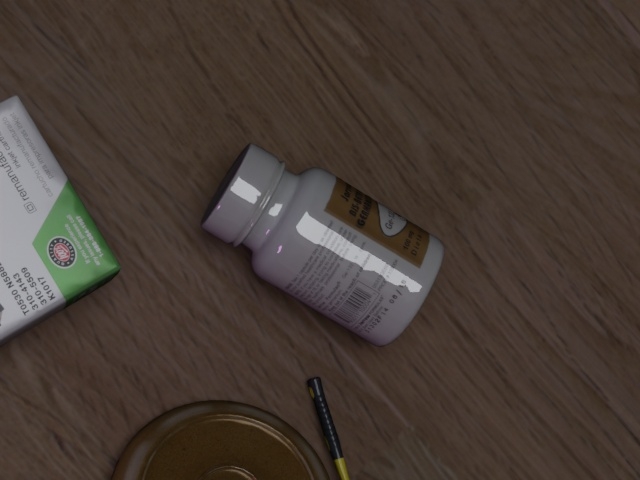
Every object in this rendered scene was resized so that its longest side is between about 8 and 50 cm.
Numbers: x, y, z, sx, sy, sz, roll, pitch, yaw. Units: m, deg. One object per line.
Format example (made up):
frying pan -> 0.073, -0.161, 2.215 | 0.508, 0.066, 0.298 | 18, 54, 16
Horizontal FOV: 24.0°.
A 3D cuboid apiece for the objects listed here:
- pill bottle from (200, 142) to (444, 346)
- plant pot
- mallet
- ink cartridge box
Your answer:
pill bottle -> 0.000, 0.000, 1.548 | 0.229, 0.131, 0.131 | 31, 77, -9
plant pot -> -0.092, 0.263, 1.498 | 0.236, 0.032, 0.236 | 7, 60, -13
mallet -> 0.023, 0.233, 1.559 | 0.039, 0.062, 0.189 | -15, 87, -17
ink cartridge box -> -0.366, 0.019, 1.457 | 0.278, 0.117, 0.201 | -31, 91, -16
